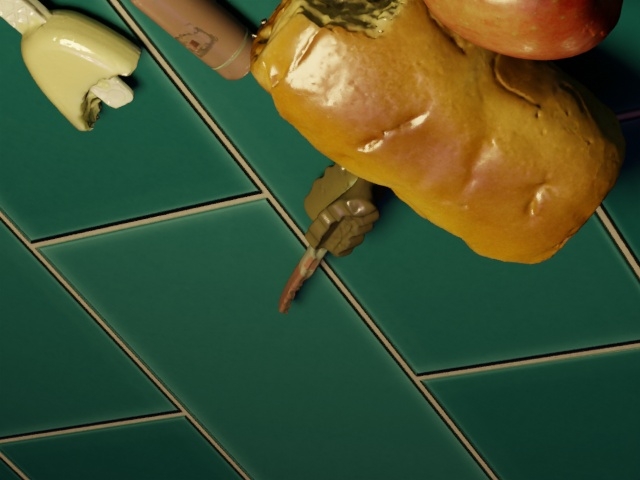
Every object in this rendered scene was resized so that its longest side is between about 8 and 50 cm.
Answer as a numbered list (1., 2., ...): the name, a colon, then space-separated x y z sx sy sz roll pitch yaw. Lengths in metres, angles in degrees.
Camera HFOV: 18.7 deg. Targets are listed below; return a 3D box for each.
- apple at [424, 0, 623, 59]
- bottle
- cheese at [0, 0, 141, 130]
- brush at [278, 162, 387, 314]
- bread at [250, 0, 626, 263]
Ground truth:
1. apple: 0.170 -0.238 1.605 0.168 0.181 0.181 9 143 25
2. bottle: -0.119 -0.210 1.846 0.140 0.053 0.053 38 138 -26
3. cheese: -0.271 -0.203 1.915 0.127 0.050 0.235 -21 127 42
4. brush: 0.000 0.000 2.050 0.071 0.084 0.301 22 148 -8
5. bread: 0.106 -0.125 1.747 0.344 0.149 0.195 32 104 -20
